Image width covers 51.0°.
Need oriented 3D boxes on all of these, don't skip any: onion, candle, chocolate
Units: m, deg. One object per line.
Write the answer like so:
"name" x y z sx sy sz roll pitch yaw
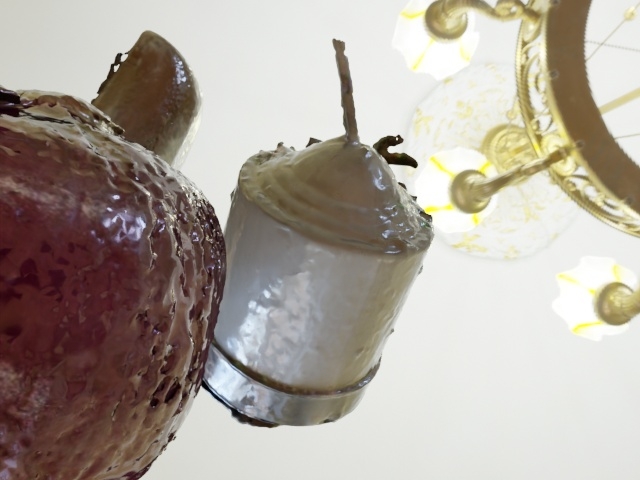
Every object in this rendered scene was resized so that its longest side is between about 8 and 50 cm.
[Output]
"onion" -0.154 0.094 0.401 0.159 0.267 0.348 16 -90 2
"candle" 0.000 0.000 0.596 0.187 0.187 0.330 17 -62 -4
"chocolate" -0.201 -0.097 0.753 0.083 0.161 0.261 21 -109 15
